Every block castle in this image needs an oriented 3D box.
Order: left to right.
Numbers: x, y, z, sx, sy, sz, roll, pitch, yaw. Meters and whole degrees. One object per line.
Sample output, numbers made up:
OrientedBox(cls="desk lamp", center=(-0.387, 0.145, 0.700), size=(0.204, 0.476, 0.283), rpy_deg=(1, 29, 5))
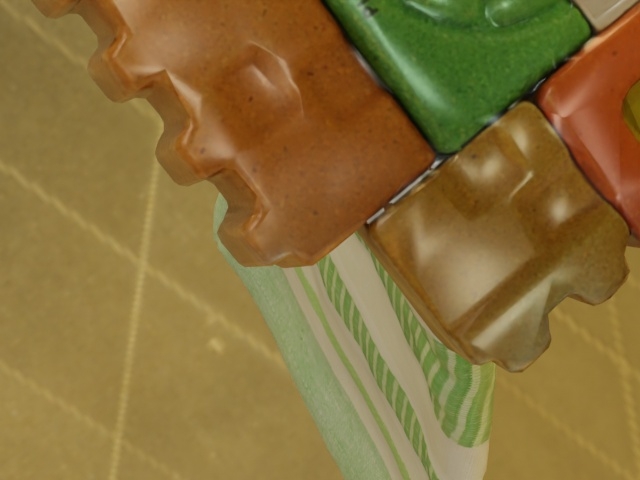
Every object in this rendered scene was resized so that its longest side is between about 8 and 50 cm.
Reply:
OrientedBox(cls="block castle", center=(0.058, -0.091, 0.319), size=(0.453, 0.213, 0.303), rpy_deg=(52, -8, -9))

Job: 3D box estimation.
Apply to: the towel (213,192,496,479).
OrientedBox(cls="towel", center=(0.000, 0.000, 0.681), size=(0.325, 0.038, 0.248), rpy_deg=(89, -24, -59))
